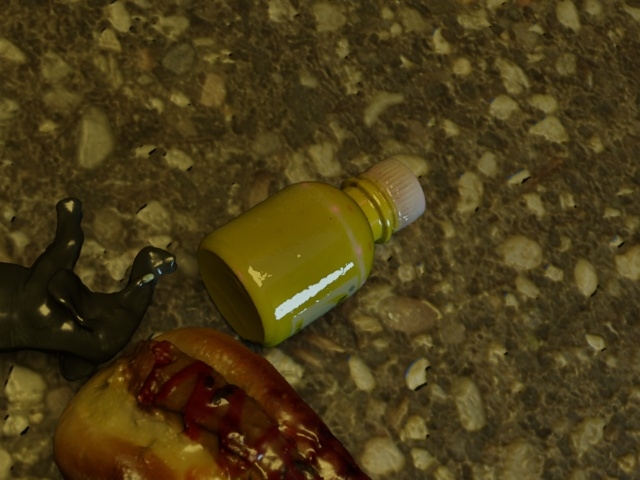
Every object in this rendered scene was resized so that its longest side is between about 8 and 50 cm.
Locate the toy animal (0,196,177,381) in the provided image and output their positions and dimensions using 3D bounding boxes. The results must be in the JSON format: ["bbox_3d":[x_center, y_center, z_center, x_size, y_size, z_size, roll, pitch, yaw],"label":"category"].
[{"bbox_3d":[-0.249,0.047,1.003,0.245,0.115,0.146,-9,46,3],"label":"toy animal"}]

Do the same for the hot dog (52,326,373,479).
[{"bbox_3d":[-0.047,0.241,0.924,0.185,0.223,0.405,-38,81,-21],"label":"hot dog"}]

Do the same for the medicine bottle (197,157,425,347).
[{"bbox_3d":[0.000,0.000,1.083,0.212,0.122,0.122,-32,80,-23],"label":"medicine bottle"}]
